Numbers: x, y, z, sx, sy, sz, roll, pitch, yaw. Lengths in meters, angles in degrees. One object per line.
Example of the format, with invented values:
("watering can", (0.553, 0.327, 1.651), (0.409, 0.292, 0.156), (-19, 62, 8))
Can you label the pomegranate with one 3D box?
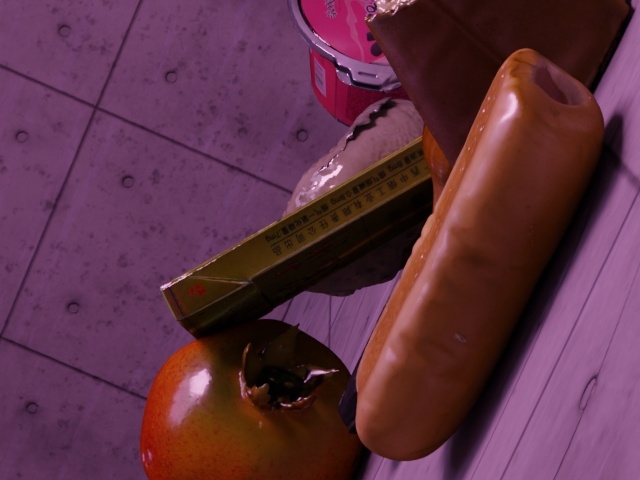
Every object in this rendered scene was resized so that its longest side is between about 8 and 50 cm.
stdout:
("pomegranate", (-0.061, 0.179, 1.846), (0.257, 0.220, 0.221), (111, 180, -56))

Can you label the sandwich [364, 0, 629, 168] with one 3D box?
("sandwich", (0.119, -0.141, 1.519), (0.108, 0.186, 0.220), (-69, 4, -67))

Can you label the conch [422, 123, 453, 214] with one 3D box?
("conch", (0.126, -0.075, 1.698), (0.330, 0.093, 0.109), (118, 173, -51))

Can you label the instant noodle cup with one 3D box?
("instant noodle cup", (0.082, -0.254, 2.459), (0.182, 0.258, 0.302), (95, -161, -53))

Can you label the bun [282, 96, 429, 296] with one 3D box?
("bun", (0.054, -0.032, 2.032), (0.239, 0.141, 0.239), (-46, -12, -13))

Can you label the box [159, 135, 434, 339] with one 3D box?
("box", (0.000, 0.000, 1.842), (0.311, 0.043, 0.173), (-30, -12, -1))

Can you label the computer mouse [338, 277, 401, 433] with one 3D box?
("computer mouse", (0.075, 0.091, 1.662), (0.192, 0.062, 0.106), (-62, 1, -25))

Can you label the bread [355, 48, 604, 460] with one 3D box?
("bread", (0.112, 0.017, 1.355), (0.142, 0.091, 0.305), (-92, 25, -66))
